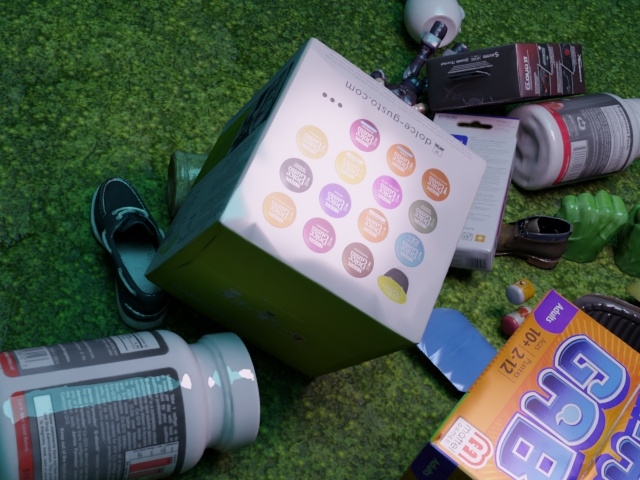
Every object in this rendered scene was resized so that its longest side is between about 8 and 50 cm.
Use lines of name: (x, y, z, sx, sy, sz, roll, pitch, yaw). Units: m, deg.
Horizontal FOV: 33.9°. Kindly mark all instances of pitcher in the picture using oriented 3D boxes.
pitcher: (0.267, -0.513, 2.373, 0.177, 0.125, 0.207, 19, 35, -23)

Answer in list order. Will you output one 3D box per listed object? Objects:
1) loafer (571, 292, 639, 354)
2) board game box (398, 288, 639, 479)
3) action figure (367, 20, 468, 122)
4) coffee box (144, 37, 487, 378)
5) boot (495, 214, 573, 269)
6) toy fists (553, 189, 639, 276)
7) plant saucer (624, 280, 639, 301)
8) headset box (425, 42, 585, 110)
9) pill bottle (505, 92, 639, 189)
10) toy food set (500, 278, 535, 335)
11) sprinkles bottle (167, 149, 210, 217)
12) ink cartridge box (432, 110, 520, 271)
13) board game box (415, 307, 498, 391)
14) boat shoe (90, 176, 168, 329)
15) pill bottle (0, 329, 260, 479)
loafer: (0.594, 0.199, 1.905, 0.365, 0.134, 0.130, 28, 20, -9)
board game box: (0.315, 0.369, 1.481, 0.356, 0.356, 0.356, 38, 49, 12)
action figure: (0.199, -0.325, 2.199, 0.185, 0.099, 0.285, 39, 64, 5)
coffee box: (-0.012, -0.028, 1.607, 0.337, 0.338, 0.334, 33, 63, -16)
boot: (0.370, -0.022, 1.998, 0.219, 0.106, 0.082, 15, 50, -8)
toy fists: (0.586, -0.020, 2.054, 0.279, 0.142, 0.096, 14, 48, -9)
plant saucer: (0.674, 0.137, 1.934, 0.240, 0.037, 0.241, 29, 12, -7)
headset box: (0.368, -0.331, 2.126, 0.293, 0.218, 0.110, -12, 97, -47)
pill bottle: (0.542, -0.212, 2.174, 0.318, 0.176, 0.176, -11, 57, -28)
toy food set: (0.383, 0.183, 1.828, 0.104, 0.111, 0.232, -26, 67, -36)
sprinkles bottle: (-0.090, -0.091, 1.870, 0.355, 0.121, 0.121, 2, 51, -16)
ink cartridge box: (0.269, -0.103, 2.011, 0.175, 0.069, 0.371, 7, 50, 16)
board game box: (0.230, 0.195, 1.819, 0.169, 0.033, 0.133, 47, 46, 13)
boat shoe: (-0.306, 0.000, 1.739, 0.114, 0.091, 0.303, -8, 56, -27)
pill bottle: (-0.282, 0.238, 1.471, 0.362, 0.210, 0.210, -6, 54, -25)
